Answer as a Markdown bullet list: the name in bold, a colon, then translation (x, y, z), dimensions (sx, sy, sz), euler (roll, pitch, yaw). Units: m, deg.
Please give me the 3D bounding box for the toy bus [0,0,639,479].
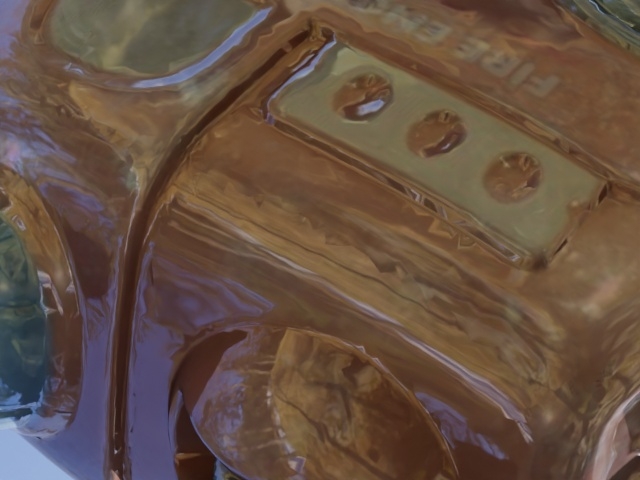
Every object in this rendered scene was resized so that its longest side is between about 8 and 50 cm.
- **toy bus**: translation (0.000, 0.000, 0.500), dimensions (0.294, 0.197, 0.232), euler (28, -138, 20)
